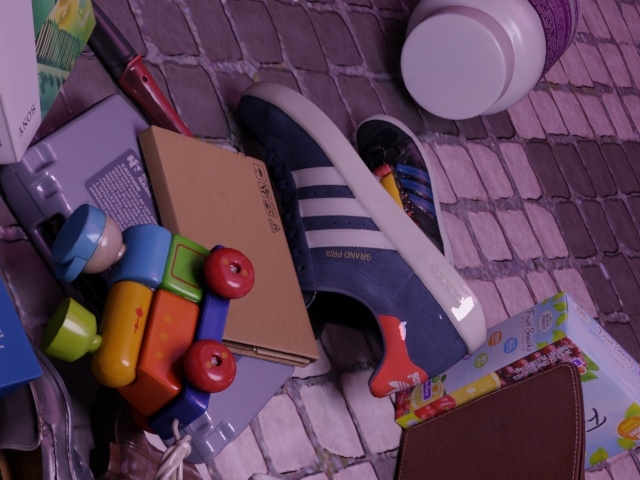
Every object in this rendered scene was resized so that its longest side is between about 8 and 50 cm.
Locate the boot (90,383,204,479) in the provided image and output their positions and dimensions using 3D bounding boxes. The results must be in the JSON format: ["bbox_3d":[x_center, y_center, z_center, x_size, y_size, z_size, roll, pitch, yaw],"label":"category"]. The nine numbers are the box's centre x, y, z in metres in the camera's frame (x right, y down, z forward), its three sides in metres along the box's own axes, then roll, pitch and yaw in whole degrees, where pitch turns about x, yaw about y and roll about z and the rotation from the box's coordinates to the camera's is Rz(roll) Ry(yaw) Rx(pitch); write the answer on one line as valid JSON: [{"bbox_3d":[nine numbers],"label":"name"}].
[{"bbox_3d":[-0.130,0.164,1.560,0.114,0.037,0.106,32,53,-38],"label":"boot"}]

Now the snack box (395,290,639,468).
[{"bbox_3d":[0.207,0.161,1.937,0.174,0.207,0.070,43,34,-31],"label":"snack box"}]

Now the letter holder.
[{"bbox_3d":[0.185,0.281,1.785,0.152,0.214,0.302,48,31,-24],"label":"letter holder"}]

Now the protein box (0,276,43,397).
[{"bbox_3d":[-0.321,0.037,1.258,0.200,0.136,0.201,-14,77,-61],"label":"protein box"}]

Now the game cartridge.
[{"bbox_3d":[-0.138,0.026,1.658,0.294,0.060,0.196,58,32,-7],"label":"game cartridge"}]

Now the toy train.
[{"bbox_3d":[-0.147,0.094,1.472,0.143,0.105,0.248,27,50,-21],"label":"toy train"}]

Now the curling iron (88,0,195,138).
[{"bbox_3d":[-0.173,-0.146,1.768,0.274,0.035,0.068,59,28,-5],"label":"curling iron"}]

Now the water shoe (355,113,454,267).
[{"bbox_3d":[0.081,-0.042,2.054,0.080,0.073,0.203,-3,67,-57],"label":"water shoe"}]

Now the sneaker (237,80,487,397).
[{"bbox_3d":[0.000,0.000,1.848,0.350,0.148,0.131,50,-7,26],"label":"sneaker"}]

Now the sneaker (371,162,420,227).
[{"bbox_3d":[0.064,0.038,1.943,0.088,0.093,0.225,54,18,-60],"label":"sneaker"}]

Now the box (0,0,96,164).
[{"bbox_3d":[-0.261,-0.253,1.545,0.232,0.058,0.322,-73,160,-53],"label":"box"}]

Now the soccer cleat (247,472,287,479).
[{"bbox_3d":[-0.043,0.320,1.515,0.143,0.116,0.331,31,37,-14],"label":"soccer cleat"}]

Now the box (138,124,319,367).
[{"bbox_3d":[-0.078,0.006,1.698,0.164,0.021,0.201,16,52,-53],"label":"box"}]

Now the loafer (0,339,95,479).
[{"bbox_3d":[-0.213,0.144,1.423,0.061,0.062,0.170,-10,73,-56],"label":"loafer"}]

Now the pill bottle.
[{"bbox_3d":[0.198,-0.245,2.324,0.169,0.169,0.301,58,28,-7],"label":"pill bottle"}]
